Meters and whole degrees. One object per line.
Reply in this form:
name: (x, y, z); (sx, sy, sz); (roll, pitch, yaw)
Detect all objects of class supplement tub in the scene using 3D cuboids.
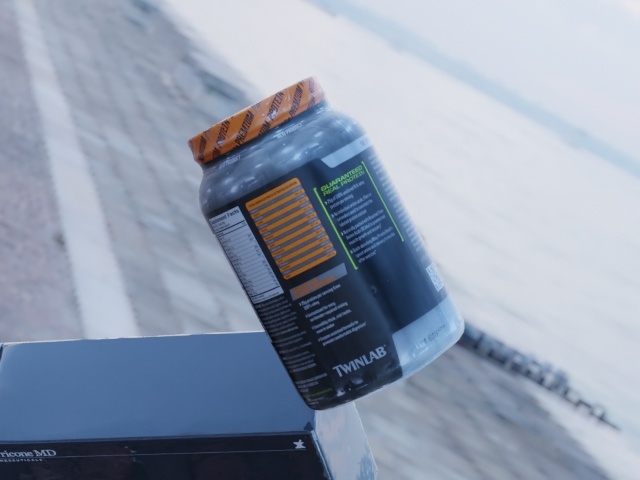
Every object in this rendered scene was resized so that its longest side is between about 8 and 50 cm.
supplement tub: (0.000, 0.000, 1.074); (0.190, 0.117, 0.117); (63, 6, -4)

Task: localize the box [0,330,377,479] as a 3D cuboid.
box: (-0.104, 0.163, 1.295); (0.261, 0.103, 0.184); (-3, -40, 14)
